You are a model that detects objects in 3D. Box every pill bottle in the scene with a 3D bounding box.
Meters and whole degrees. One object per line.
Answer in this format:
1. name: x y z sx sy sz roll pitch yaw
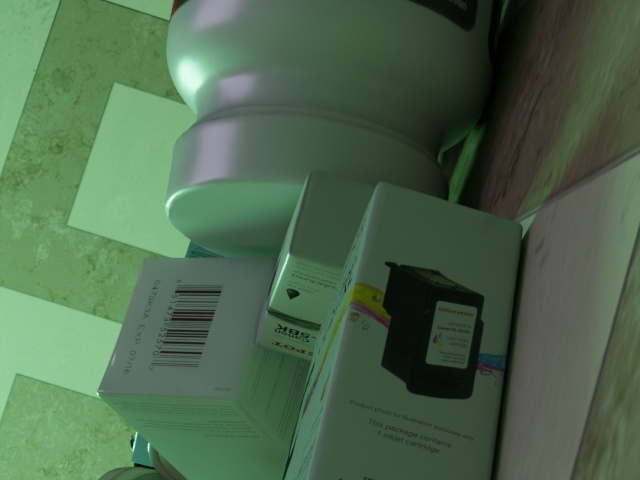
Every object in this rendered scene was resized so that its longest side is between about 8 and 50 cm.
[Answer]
1. pill bottle: 0.015 -0.173 0.931 0.210 0.210 0.363 116 164 -70

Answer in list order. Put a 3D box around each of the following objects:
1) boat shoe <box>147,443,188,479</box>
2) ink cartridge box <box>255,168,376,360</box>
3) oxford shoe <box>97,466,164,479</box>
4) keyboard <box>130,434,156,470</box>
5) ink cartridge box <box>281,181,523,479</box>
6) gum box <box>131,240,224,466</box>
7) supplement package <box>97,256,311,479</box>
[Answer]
1. boat shoe: -0.030 0.089 1.154 0.324 0.116 0.097 -53 -3 38
2. ink cartridge box: 0.023 0.026 0.821 0.135 0.099 0.056 111 175 -62
3. oxford shoe: -0.193 0.409 1.178 0.449 0.130 0.169 -69 -24 -13
4. keyboard: -0.130 0.305 1.413 0.033 0.201 0.317 -32 19 13
5. ink cartridge box: 0.029 0.082 0.636 0.127 0.072 0.175 110 176 -47
6. gum box: -0.139 0.108 1.421 0.184 0.041 0.157 -80 5 -60
7. supplement package: -0.050 0.100 0.960 0.179 0.105 0.105 56 -139 -48
